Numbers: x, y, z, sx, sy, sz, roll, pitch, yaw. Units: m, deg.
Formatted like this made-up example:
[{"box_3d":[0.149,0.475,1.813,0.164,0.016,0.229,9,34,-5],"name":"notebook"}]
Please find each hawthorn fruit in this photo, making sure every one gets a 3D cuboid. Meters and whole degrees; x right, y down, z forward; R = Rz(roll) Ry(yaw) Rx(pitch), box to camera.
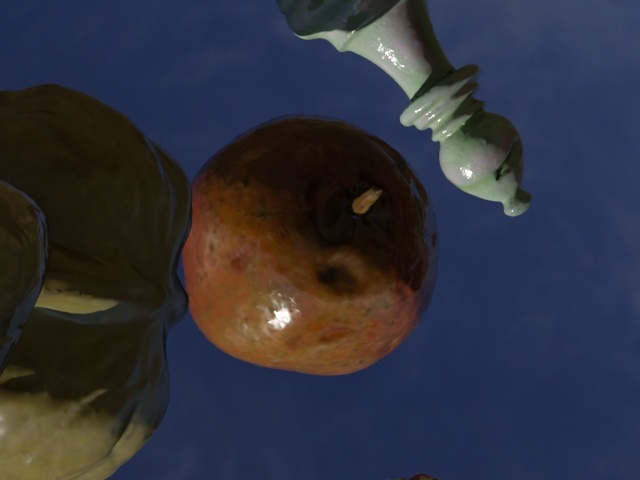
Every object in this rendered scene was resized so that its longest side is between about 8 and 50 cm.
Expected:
[{"box_3d":[0.000,0.000,1.720,0.277,0.298,0.276,6,-107,-22],"name":"hawthorn fruit"}]

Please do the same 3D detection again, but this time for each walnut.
[{"box_3d":[-0.231,0.034,1.230,0.253,0.277,0.282,60,-141,-50],"name":"walnut"}]

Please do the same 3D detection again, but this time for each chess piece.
[{"box_3d":[0.090,-0.135,1.402,0.139,0.139,0.271,-32,-96,-46],"name":"chess piece"}]

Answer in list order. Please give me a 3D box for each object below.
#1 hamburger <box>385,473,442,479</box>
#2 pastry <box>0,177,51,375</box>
[{"box_3d":[0.101,0.376,1.654,0.295,0.227,0.151,57,-173,-15],"name":"hamburger"},{"box_3d":[-0.209,0.034,0.936,0.092,0.156,0.156,29,-136,-12],"name":"pastry"}]
